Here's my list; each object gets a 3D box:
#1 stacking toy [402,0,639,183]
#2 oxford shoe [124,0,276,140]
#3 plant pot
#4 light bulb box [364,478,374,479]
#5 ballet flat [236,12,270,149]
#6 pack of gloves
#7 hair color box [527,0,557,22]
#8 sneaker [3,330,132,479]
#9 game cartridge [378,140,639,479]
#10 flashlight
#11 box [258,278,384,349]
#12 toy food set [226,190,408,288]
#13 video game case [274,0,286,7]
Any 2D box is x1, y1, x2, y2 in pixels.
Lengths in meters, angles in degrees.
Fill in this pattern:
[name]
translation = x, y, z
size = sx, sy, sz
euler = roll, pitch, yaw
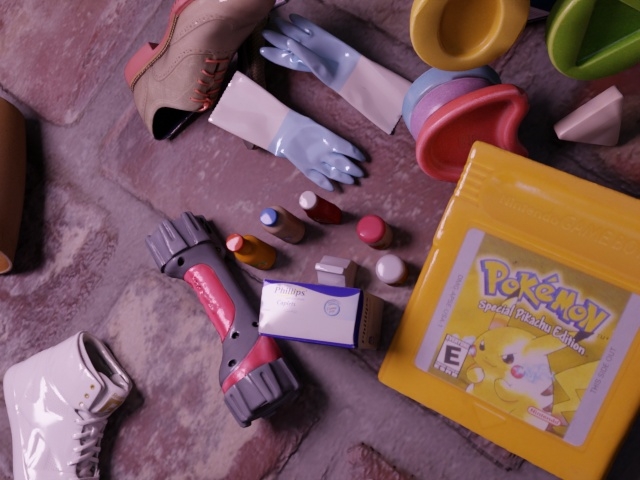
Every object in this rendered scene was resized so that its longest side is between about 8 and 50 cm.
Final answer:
[stacking toy]
translation = 0.228, -0.222, 0.771
size = 0.280, 0.309, 0.130
euler = -8, 53, -1
[oxford shoe]
translation = -0.158, -0.253, 0.928
size = 0.348, 0.123, 0.130
euler = -26, 78, 50
[plant pot]
translation = -0.568, -0.105, 1.040
size = 0.237, 0.237, 0.254
euler = 2, 64, 19
[light bulb box]
translation = -0.025, 0.469, 0.649
size = 0.225, 0.358, 0.361
euler = -25, 71, 14
[ballet flat]
translation = -0.097, -0.255, 0.986
size = 0.058, 0.084, 0.249
euler = 1, 74, -26
[pack of gloves]
translation = -0.009, -0.193, 0.905
size = 0.232, 0.046, 0.195
euler = 31, 88, -1
[hair color box]
translation = 0.239, -0.454, 0.816
size = 0.174, 0.105, 0.347
euler = 5, 96, 49
[sneaker]
translation = -0.339, 0.274, 0.928
size = 0.169, 0.108, 0.292
euler = -30, 70, 13
[game cartridge]
translation = 0.249, 0.083, 0.759
size = 0.285, 0.053, 0.323
euler = 25, 104, 21
[flashlight]
translation = -0.143, 0.102, 0.904
size = 0.103, 0.103, 0.304
euler = -40, 71, 10
[box]
translation = 0.005, 0.096, 0.835
size = 0.126, 0.137, 0.072
euler = 4, 81, 19
[toy food set]
translation = 0.000, 0.000, 0.875
size = 0.232, 0.104, 0.111
euler = 11, 82, 20
[video game case]
translation = -0.121, -0.393, 1.049
size = 0.122, 0.011, 0.087
euler = -20, 73, 14
